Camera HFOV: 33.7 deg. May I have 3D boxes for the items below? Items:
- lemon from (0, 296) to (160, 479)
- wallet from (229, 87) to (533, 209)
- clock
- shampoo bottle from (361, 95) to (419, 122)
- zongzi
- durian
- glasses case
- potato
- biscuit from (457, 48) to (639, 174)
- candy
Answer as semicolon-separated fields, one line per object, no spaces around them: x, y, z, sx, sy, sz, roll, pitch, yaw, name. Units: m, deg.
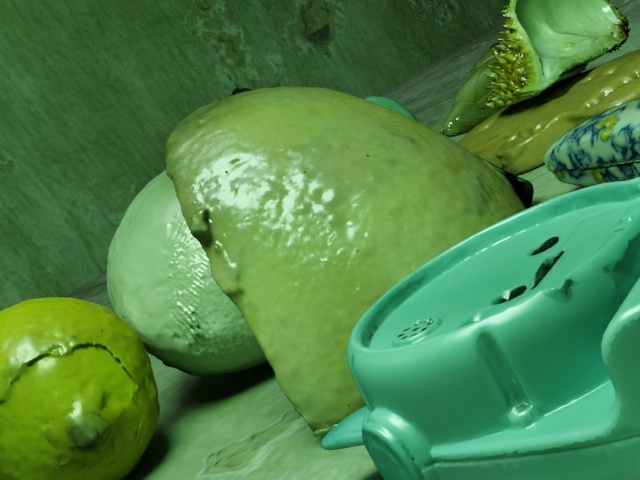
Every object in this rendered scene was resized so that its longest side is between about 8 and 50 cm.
-0.222;0.132;0.889;0.180;0.181;0.193;-27;26;15;lemon
0.056;-0.094;1.062;0.172;0.045;0.318;14;7;-43;wallet
0.115;0.047;0.564;0.274;0.094;0.223;-21;11;39;clock
0.018;-0.074;1.327;0.221;0.151;0.349;-28;9;37;shampoo bottle
0.274;-0.221;1.523;0.197;0.099;0.194;-47;16;-27;zongzi
0.282;-0.228;1.297;0.252;0.145;0.139;-21;39;-37;durian
0.274;-0.084;0.864;0.087;0.065;0.248;-30;8;-18;glasses case
0.020;-0.028;0.779;0.189;0.264;0.211;-37;1;17;potato
0.292;-0.158;1.251;0.275;0.052;0.355;-34;11;-23;biscuit
-0.074;0.003;1.013;0.295;0.185;0.295;-17;30;10;candy
